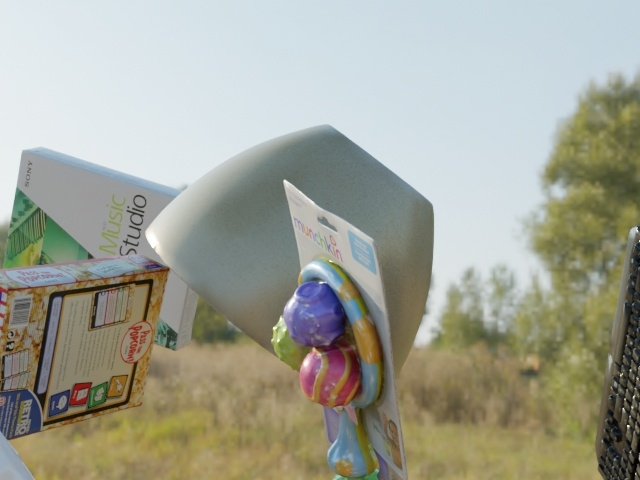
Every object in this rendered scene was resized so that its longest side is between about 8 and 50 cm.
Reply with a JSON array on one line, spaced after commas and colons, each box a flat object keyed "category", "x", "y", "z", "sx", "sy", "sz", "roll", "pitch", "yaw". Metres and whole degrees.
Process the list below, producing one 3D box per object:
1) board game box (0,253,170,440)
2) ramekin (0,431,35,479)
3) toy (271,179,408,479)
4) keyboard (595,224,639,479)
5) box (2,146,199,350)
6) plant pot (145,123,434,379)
[{"category": "board game box", "x": -0.229, "y": 0.094, "z": 1.036, "sx": 0.045, "sy": 0.147, "sz": 0.193, "roll": 23, "pitch": 16, "yaw": 32}, {"category": "ramekin", "x": -0.293, "y": 0.180, "z": 0.764, "sx": 0.135, "sy": 0.277, "sz": 0.277, "roll": -40, "pitch": 20, "yaw": -32}, {"category": "toy", "x": 0.004, "y": 0.090, "z": 0.826, "sx": 0.056, "sy": 0.237, "sz": 0.137, "roll": -23, "pitch": 30, "yaw": -20}, {"category": "keyboard", "x": 0.303, "y": 0.161, "z": 1.014, "sx": 0.033, "sy": 0.317, "sz": 0.201, "roll": -16, "pitch": 41, "yaw": -13}, {"category": "box", "x": -0.328, "y": 0.009, "z": 1.752, "sx": 0.322, "sy": 0.232, "sz": 0.058, "roll": 17, "pitch": 15, "yaw": 18}, {"category": "plant pot", "x": 0.000, "y": 0.000, "z": 1.116, "sx": 0.284, "sy": 0.191, "sz": 0.284, "roll": 37, "pitch": 4, "yaw": -3}]
